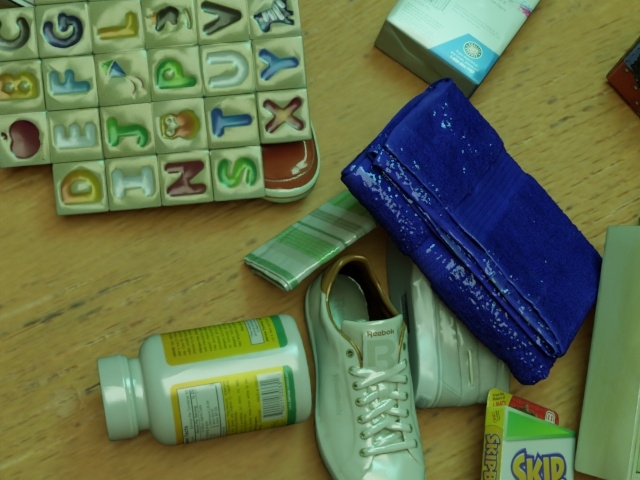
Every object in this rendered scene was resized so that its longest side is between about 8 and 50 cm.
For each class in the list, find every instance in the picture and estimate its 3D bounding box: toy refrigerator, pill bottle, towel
[{"bbox_3d":[0.357,0.124,1.362,0.102,0.094,0.270,11,86,-29],"label":"toy refrigerator"},{"bbox_3d":[-0.122,0.149,1.324,0.208,0.117,0.118,-9,76,-10],"label":"pill bottle"},{"bbox_3d":[0.183,-0.020,1.367,0.308,0.076,0.227,49,46,-6],"label":"towel"},{"bbox_3d":[0.000,0.000,1.395,0.152,0.113,0.023,-34,117,-16],"label":"towel"}]

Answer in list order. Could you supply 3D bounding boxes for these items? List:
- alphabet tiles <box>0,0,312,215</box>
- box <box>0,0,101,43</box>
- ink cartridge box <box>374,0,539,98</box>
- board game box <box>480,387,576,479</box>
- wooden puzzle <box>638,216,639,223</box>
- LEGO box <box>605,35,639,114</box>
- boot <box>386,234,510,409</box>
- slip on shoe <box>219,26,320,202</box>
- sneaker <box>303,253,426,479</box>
[{"bbox_3d":[-0.187,-0.178,1.380,0.342,0.011,0.285,-5,92,-3],"label":"alphabet tiles"},{"bbox_3d":[-0.343,-0.339,1.447,0.290,0.087,0.169,26,73,0],"label":"box"},{"bbox_3d":[0.185,-0.292,1.509,0.134,0.078,0.231,36,73,3],"label":"ink cartridge box"},{"bbox_3d":[0.215,0.292,1.335,0.124,0.039,0.259,24,62,-37],"label":"board game box"},{"bbox_3d":[0.485,0.003,1.386,0.221,0.239,0.044,48,50,7],"label":"wooden puzzle"},{"bbox_3d":[0.657,-0.232,1.495,0.500,0.193,0.372,-38,83,-16],"label":"LEGO box"},{"bbox_3d":[0.147,0.058,1.411,0.123,0.095,0.258,3,78,-18],"label":"boot"},{"bbox_3d":[-0.089,-0.198,1.435,0.123,0.101,0.331,-17,79,-14],"label":"slip on shoe"},{"bbox_3d":[0.047,0.150,1.322,0.106,0.123,0.290,-9,68,-19],"label":"sneaker"}]
